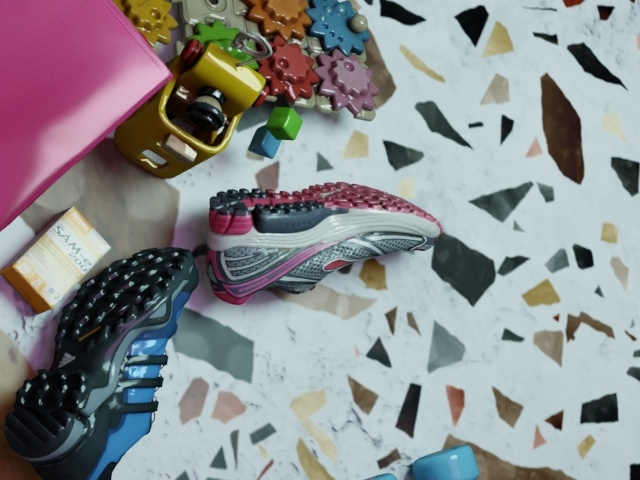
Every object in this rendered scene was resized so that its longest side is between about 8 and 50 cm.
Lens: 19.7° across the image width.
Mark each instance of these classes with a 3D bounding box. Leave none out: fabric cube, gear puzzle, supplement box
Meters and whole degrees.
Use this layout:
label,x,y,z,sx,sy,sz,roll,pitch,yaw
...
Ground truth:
label,x,y,z,sx,sy,sz,roll,pitch,yaw
fabric cube,-0.352,-0.144,1.765,0.254,0.259,0.258,49,60,-12
gear puzzle,-0.083,-0.240,2.051,0.339,0.044,0.175,10,57,-29
supplement box,-0.272,0.020,1.900,0.062,0.036,0.098,48,58,-13

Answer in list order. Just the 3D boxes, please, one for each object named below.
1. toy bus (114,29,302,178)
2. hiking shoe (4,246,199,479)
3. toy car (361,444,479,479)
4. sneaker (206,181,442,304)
label,x,y,z,sx,sy,sz,roll,pitch,yaw
toy bus,-0.135,-0.132,1.937,0.202,0.191,0.104,66,41,-57
hiking shoe,-0.212,0.134,1.887,0.304,0.113,0.132,-56,138,-35
toy car,0.167,0.336,1.965,0.210,0.238,0.219,-16,87,-33
sneaker,0.000,0.000,2.039,0.299,0.121,0.112,-4,109,-33
